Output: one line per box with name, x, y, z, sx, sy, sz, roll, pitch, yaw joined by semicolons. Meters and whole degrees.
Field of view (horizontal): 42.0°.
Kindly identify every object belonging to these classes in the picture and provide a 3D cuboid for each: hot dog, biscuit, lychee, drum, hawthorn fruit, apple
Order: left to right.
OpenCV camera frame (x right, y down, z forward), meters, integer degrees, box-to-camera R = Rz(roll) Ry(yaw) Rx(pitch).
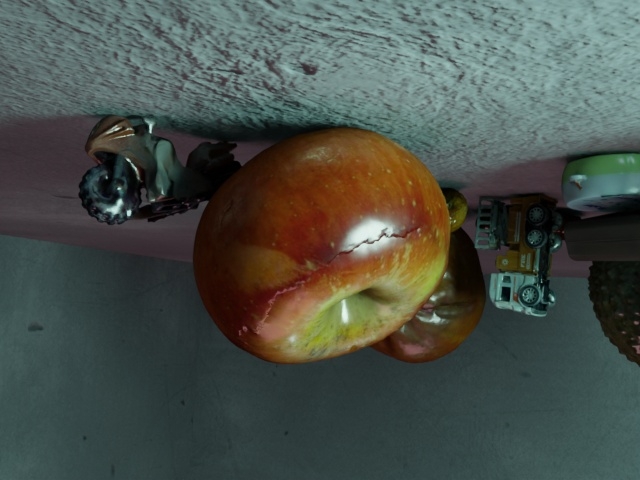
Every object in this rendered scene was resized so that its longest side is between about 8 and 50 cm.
apple;0.000;0.000;0.877;0.272;0.206;0.251;-31;152;7
hawthorn fruit;0.171;0.071;1.496;0.277;0.277;0.298;1;-176;24
hot dog;0.157;-0.046;1.217;0.099;0.065;0.147;4;-174;-8
biscuit;0.356;-0.024;1.419;0.192;0.049;0.192;8;175;1
lychee;0.527;0.074;1.236;0.255;0.255;0.274;6;-174;-21
drum;0.387;-0.068;0.905;0.253;0.049;0.130;-5;170;40

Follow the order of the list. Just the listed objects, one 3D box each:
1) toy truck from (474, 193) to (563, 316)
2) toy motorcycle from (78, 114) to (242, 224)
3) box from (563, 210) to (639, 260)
toy truck;0.295;0.022;1.256;0.115;0.178;0.080;2;174;35
toy motorcycle;-0.169;-0.082;0.912;0.212;0.118;0.084;-8;164;-43
box;0.382;-0.008;0.972;0.103;0.055;0.243;-10;-179;-9
